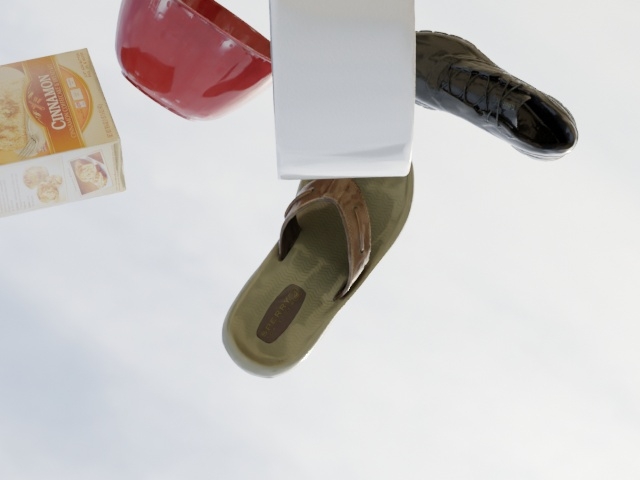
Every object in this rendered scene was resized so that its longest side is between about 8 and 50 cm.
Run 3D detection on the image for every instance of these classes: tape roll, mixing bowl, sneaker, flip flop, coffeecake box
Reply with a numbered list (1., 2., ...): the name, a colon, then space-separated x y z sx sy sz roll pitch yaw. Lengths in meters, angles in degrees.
1. tape roll: 0.011 -0.187 1.358 0.100 0.286 0.286 -3 -150 0
2. mixing bowl: -0.125 -0.176 1.745 0.181 0.098 0.181 33 -169 -7
3. sneaker: 0.215 -0.192 2.402 0.286 0.109 0.130 24 -175 -5
4. flip flop: 0.000 0.000 1.710 0.112 0.277 0.080 31 161 10
5. coffeecake box: -0.285 -0.092 1.685 0.185 0.068 0.142 -13 -135 -12
